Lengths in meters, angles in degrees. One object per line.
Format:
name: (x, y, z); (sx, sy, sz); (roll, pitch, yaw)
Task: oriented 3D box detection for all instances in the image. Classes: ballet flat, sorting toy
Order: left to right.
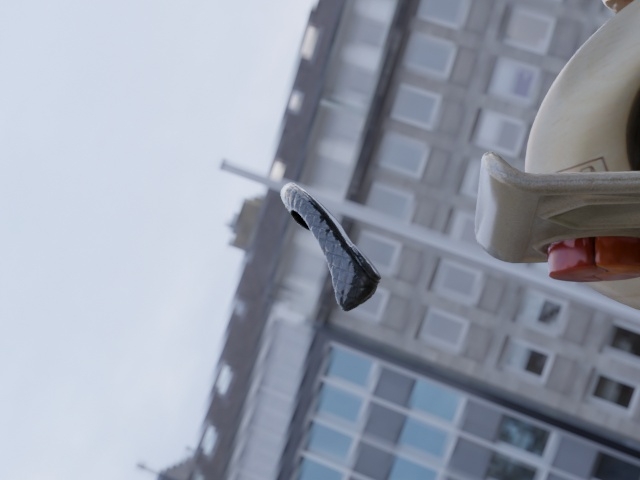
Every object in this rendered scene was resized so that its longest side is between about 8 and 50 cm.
ballet flat: (0.000, 0.000, 1.486); (0.049, 0.173, 0.057); (-43, -44, 6)
sorting toy: (0.199, -0.013, 0.825); (0.307, 0.229, 0.041); (67, -154, -78)

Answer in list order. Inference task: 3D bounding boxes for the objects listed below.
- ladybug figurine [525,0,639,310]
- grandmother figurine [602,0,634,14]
ladybug figurine: (0.386, -0.094, 1.300); (0.162, 0.449, 0.305); (-17, -92, -68)
grandmother figurine: (0.336, -0.370, 1.385); (0.342, 0.208, 0.104); (-56, 22, 18)
